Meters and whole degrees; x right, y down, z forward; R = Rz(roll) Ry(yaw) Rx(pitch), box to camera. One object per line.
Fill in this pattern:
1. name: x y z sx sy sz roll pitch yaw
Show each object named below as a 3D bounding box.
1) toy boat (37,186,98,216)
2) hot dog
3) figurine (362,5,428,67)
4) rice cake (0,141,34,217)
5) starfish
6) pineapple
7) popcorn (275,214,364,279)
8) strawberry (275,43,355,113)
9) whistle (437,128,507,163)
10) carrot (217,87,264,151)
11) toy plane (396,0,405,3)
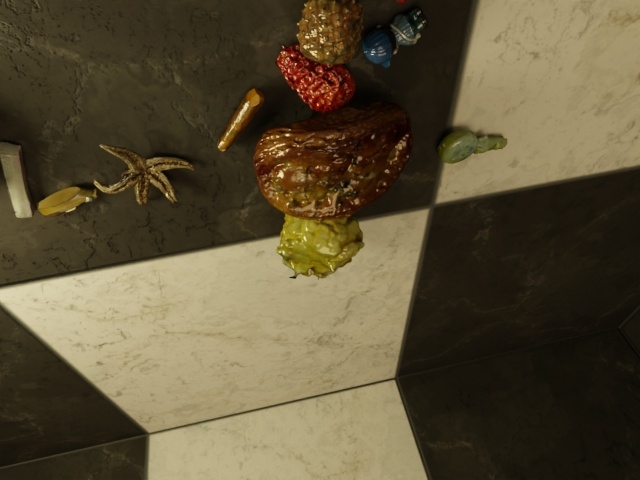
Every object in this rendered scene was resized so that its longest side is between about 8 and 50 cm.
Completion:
1. toy boat: -0.600 -0.094 1.047 0.149 0.047 0.049 -19 154 9
2. hot dog: 0.042 -0.185 1.021 0.387 0.174 0.267 -16 144 -9
3. figurine: 0.152 -0.414 0.894 0.136 0.079 0.077 -31 97 24
4. rice cake: -0.680 -0.131 0.986 0.047 0.036 0.207 -9 141 -27
5. starfish: -0.412 -0.160 1.025 0.213 0.057 0.238 -25 144 0
6. pineapple: 0.031 -0.451 0.782 0.128 0.128 0.248 -1 133 -17
7. popcorn: -0.007 0.003 1.201 0.249 0.225 0.249 25 156 12
8. strawberry: -0.010 -0.332 0.933 0.188 0.082 0.121 17 134 -37
9. whistle: 0.407 -0.260 1.179 0.198 0.057 0.104 -11 152 -16
10. carrot: -0.183 -0.267 0.986 0.042 0.042 0.170 19 133 -35
11. toy plane: 0.149 -0.512 0.808 0.060 0.037 0.145 -20 137 -10
